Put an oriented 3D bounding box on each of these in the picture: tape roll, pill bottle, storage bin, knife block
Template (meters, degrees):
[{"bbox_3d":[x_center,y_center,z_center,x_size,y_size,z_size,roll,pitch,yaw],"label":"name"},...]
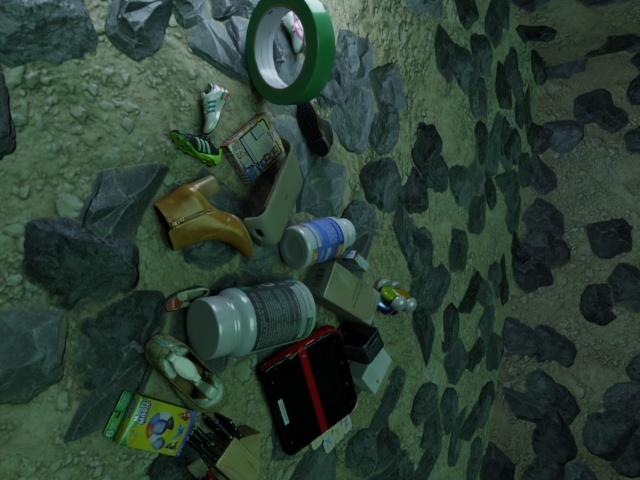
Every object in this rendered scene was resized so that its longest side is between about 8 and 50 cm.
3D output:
[{"bbox_3d":[-0.098,-0.572,1.388,0.077,0.321,0.322,-19,105,-45],"label":"tape roll"},{"bbox_3d":[0.000,0.000,1.640,0.271,0.152,0.153,-17,104,-44],"label":"pill bottle"},{"bbox_3d":[0.138,0.391,1.782,0.122,0.180,0.085,-43,122,-36],"label":"storage bin"},{"bbox_3d":[-0.203,0.236,1.404,0.360,0.204,0.205,-4,95,-47],"label":"pill bottle"},{"bbox_3d":[-0.301,0.662,1.406,0.242,0.088,0.276,5,89,-45],"label":"knife block"}]

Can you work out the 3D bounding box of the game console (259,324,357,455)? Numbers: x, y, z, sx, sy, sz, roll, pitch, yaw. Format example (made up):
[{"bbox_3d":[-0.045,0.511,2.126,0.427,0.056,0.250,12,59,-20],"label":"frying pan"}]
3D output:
[{"bbox_3d":[-0.031,0.530,1.667,0.341,0.060,0.387,-25,112,-28],"label":"game console"}]

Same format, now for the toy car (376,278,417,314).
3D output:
[{"bbox_3d":[0.311,0.261,2.005,0.181,0.159,0.136,16,117,-46],"label":"toy car"}]

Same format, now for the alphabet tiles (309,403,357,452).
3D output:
[{"bbox_3d":[0.045,0.677,1.815,0.284,0.021,0.278,-31,113,-40],"label":"alphabet tiles"}]

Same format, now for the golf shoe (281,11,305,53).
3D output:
[{"bbox_3d":[-0.096,-0.735,1.580,0.085,0.067,0.186,-8,104,-14],"label":"golf shoe"}]

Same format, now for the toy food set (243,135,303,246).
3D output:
[{"bbox_3d":[-0.150,-0.151,1.486,0.220,0.092,0.307,74,33,-67],"label":"toy food set"}]

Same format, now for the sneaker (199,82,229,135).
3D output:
[{"bbox_3d":[-0.329,-0.388,1.358,0.075,0.057,0.162,25,75,-26],"label":"sneaker"}]

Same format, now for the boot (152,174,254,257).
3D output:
[{"bbox_3d":[-0.337,-0.023,1.339,0.211,0.104,0.295,-41,115,-31],"label":"boot"}]

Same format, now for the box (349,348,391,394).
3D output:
[{"bbox_3d":[0.201,0.523,1.919,0.171,0.090,0.130,-56,128,-29],"label":"box"}]

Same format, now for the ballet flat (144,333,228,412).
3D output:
[{"bbox_3d":[-0.357,0.396,1.315,0.123,0.123,0.349,-54,127,-30],"label":"ballet flat"}]

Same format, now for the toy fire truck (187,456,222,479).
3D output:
[{"bbox_3d":[-0.362,0.741,1.317,0.217,0.158,0.247,-33,103,-40],"label":"toy fire truck"}]

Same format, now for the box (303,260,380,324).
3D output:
[{"bbox_3d":[0.083,0.201,1.759,0.311,0.121,0.148,34,67,-41],"label":"box"}]

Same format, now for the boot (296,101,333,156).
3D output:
[{"bbox_3d":[-0.018,-0.420,1.677,0.219,0.082,0.106,68,27,-19],"label":"boot"}]

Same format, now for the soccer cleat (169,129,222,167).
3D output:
[{"bbox_3d":[-0.356,-0.277,1.330,0.178,0.060,0.073,32,61,-49],"label":"soccer cleat"}]

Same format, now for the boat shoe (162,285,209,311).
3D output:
[{"bbox_3d":[-0.385,0.167,1.325,0.137,0.043,0.049,-24,111,-42],"label":"boat shoe"}]

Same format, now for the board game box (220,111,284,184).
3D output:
[{"bbox_3d":[-0.210,-0.295,1.483,0.193,0.045,0.147,-51,125,-32],"label":"board game box"}]

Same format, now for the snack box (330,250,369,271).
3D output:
[{"bbox_3d":[0.101,0.077,1.757,0.100,0.141,0.037,42,62,-38],"label":"snack box"}]

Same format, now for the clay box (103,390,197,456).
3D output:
[{"bbox_3d":[-0.458,0.499,1.258,0.222,0.053,0.128,37,65,-42],"label":"clay box"}]
